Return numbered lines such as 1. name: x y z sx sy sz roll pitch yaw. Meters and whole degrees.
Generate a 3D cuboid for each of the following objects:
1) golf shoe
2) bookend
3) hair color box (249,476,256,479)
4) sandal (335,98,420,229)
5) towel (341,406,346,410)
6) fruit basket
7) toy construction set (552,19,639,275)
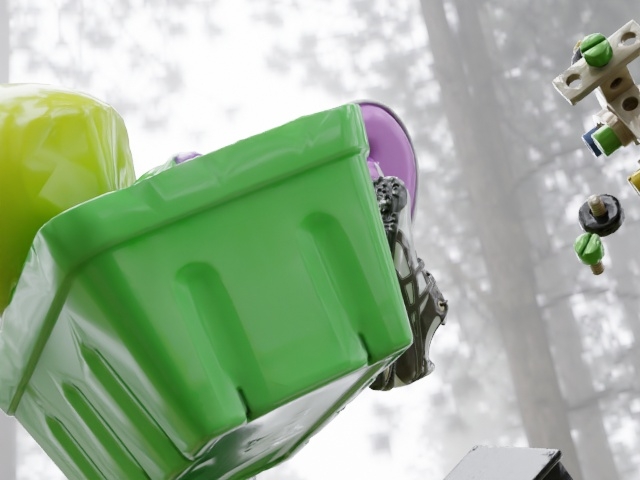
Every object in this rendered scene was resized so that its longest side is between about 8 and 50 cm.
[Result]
1. golf shoe: 0.071 0.038 1.401 0.093 0.077 0.198 -1 -78 -30
2. bookend: 0.233 0.306 1.676 0.157 0.072 0.156 54 -26 -15
3. hair color box: -0.113 0.217 1.527 0.093 0.167 0.053 32 -54 -28
4. sandal: 0.010 0.011 1.515 0.169 0.416 0.102 48 -39 -19
5. towel: -0.001 0.178 1.833 0.029 0.067 0.119 38 -32 -21
6. fruit basket: -0.145 0.003 1.126 0.282 0.392 0.392 -22 -31 -26
7. toy construction set: 0.426 -0.151 1.850 0.308 0.258 0.237 -15 -41 18
